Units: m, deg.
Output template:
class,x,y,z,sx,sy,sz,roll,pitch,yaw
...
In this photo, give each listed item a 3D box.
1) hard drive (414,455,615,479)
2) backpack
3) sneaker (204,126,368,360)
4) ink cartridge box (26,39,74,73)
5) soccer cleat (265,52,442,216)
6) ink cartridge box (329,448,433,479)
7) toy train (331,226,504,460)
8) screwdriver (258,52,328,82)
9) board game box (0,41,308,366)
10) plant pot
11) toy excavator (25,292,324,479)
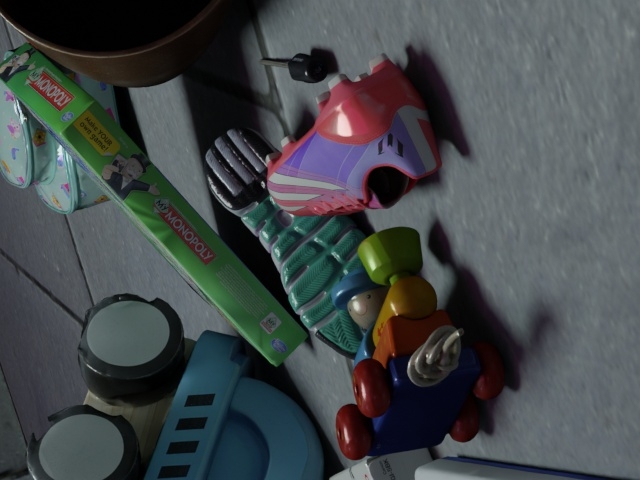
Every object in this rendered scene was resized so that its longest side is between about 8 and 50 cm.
class,x,y,z,sx,sy,sz,roll,pitch,yaw
hard drive,0.171,0.264,1.415,0.210,0.040,0.319,70,162,-3
backpack,-0.283,-0.121,2.157,0.166,0.144,0.188,13,126,62
sneaker,0.000,0.000,1.613,0.223,0.083,0.098,55,-166,14
ink cartridge box,-0.214,-0.265,1.807,0.128,0.127,0.176,40,145,58
soccer cleat,0.022,-0.050,1.442,0.095,0.083,0.248,61,159,9
ink cartridge box,0.064,0.226,1.661,0.099,0.056,0.135,67,163,6
toy train,0.065,0.051,1.414,0.248,0.105,0.143,106,153,-62
screwdriver,-0.025,-0.143,1.579,0.170,0.024,0.025,-143,65,-70
board game box,-0.157,-0.034,1.824,0.317,0.046,0.213,50,173,-31
plant pot,-0.159,-0.212,1.629,0.230,0.215,0.215,81,164,-75
toy excavator,-0.058,0.297,1.882,0.222,0.445,0.433,90,-166,-51
